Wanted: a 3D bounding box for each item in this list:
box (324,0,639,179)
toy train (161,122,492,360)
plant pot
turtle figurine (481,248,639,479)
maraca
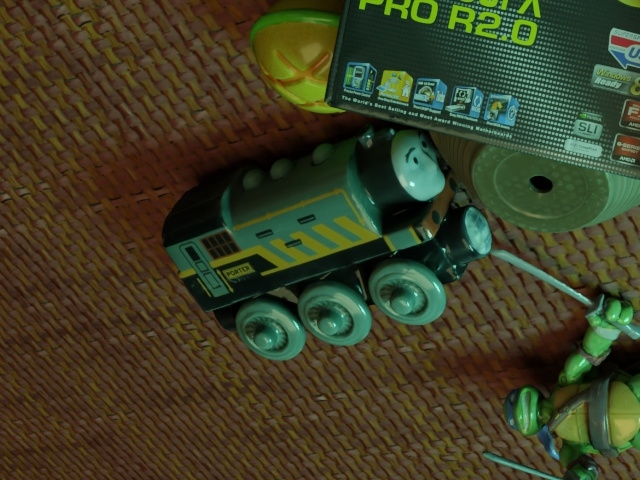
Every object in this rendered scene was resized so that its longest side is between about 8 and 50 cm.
[{"bbox_3d":[0.155,-0.180,1.002,0.270,0.060,0.216,15,108,8],"label":"box"},{"bbox_3d":[0.000,0.000,1.297,0.334,0.142,0.190,-18,117,37],"label":"toy train"},{"bbox_3d":[0.198,-0.084,1.132,0.237,0.109,0.237,12,140,11],"label":"plant pot"},{"bbox_3d":[0.300,0.166,1.300,0.266,0.197,0.274,0,139,18],"label":"turtle figurine"},{"bbox_3d":[0.009,-0.155,1.147,0.127,0.099,0.185,8,164,19],"label":"maraca"}]
